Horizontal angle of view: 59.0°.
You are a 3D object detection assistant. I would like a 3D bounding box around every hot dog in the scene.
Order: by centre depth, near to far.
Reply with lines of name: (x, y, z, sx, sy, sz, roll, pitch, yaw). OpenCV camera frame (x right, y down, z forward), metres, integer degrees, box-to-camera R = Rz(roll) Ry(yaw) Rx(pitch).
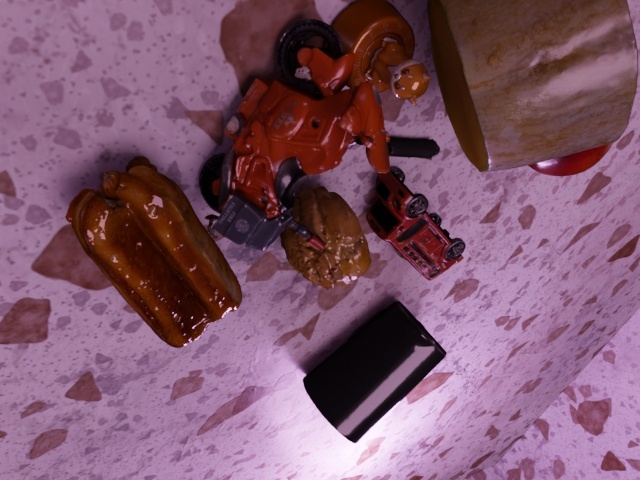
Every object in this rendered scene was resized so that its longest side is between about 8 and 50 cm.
hot dog: (-0.235, 0.026, 0.837, 0.158, 0.117, 0.349, -34, 140, -10)

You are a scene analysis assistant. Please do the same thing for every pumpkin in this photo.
pumpkin: (0.260, -0.255, 0.787, 0.199, 0.332, 0.332, -19, 141, 1)

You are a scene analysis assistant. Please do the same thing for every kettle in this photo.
kettle: (0.148, 0.322, 1.385, 0.308, 0.203, 0.262, -43, 140, 2)

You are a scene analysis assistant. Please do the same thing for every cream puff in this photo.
cream puff: (0.000, 0.000, 0.958, 0.129, 0.189, 0.189, -24, 141, -9)

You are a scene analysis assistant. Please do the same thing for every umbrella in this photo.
umbrella: (0.165, -0.168, 1.021, 0.133, 0.031, 0.036, -4, 133, -37)

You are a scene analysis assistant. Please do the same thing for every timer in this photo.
timer: (0.097, -0.245, 0.786, 0.132, 0.152, 0.132, -22, 140, -20)

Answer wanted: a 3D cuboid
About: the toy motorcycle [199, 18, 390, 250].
toy motorcycle: (-0.028, -0.117, 0.786, 0.326, 0.221, 0.148, -53, 175, 21)

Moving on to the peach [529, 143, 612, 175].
peach: (0.446, -0.238, 1.042, 0.243, 0.199, 0.244, 14, 90, -74)

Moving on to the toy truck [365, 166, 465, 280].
toy truck: (0.175, -0.027, 1.088, 0.114, 0.107, 0.252, -42, 133, 10)

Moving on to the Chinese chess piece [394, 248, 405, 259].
Chinese chess piece: (0.200, 0.004, 1.225, 0.084, 0.034, 0.084, -23, 141, -20)
